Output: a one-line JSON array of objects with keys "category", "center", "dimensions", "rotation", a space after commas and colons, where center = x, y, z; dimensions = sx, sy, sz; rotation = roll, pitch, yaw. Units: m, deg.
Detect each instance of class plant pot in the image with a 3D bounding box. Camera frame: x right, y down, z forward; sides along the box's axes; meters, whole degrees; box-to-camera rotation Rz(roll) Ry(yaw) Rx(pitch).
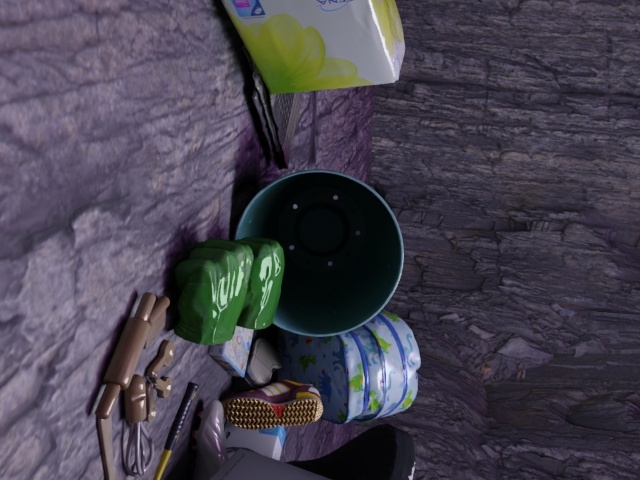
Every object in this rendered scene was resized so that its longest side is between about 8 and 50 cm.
[{"category": "plant pot", "center": [0.000, 0.000, 1.320], "dimensions": [0.235, 0.293, 0.292], "rotation": [-80, 173, -77]}]

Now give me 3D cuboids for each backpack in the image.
[{"category": "backpack", "center": [0.042, 0.255, 1.488], "dimensions": [0.273, 0.356, 0.290], "rotation": [1, 94, -54]}]

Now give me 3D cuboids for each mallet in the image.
[{"category": "mallet", "center": [-0.196, 0.272, 0.896], "dimensions": [0.062, 0.039, 0.189], "rotation": [117, -7, -84]}]

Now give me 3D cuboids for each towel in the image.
[{"category": "towel", "center": [-0.078, -0.342, 1.342], "dimensions": [0.312, 0.056, 0.324], "rotation": [81, 16, -63]}]

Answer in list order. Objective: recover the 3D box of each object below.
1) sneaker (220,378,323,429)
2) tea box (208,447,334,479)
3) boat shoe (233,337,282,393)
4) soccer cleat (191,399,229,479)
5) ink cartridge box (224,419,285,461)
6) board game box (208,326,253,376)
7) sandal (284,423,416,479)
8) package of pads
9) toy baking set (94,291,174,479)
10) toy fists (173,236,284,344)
[{"category": "sneaker", "center": [-0.092, 0.294, 1.291], "dimensions": [0.084, 0.186, 0.069], "rotation": [-119, -145, -67]}, {"category": "tea box", "center": [-0.106, 0.529, 0.959], "dimensions": [0.329, 0.220, 0.323], "rotation": [-35, 134, -60]}, {"category": "boat shoe", "center": [-0.128, 0.251, 1.399], "dimensions": [0.065, 0.075, 0.206], "rotation": [-42, -178, 10]}, {"category": "soccer cleat", "center": [-0.168, 0.355, 1.133], "dimensions": [0.068, 0.076, 0.196], "rotation": [51, 46, -76]}, {"category": "ink cartridge box", "center": [-0.134, 0.404, 1.266], "dimensions": [0.060, 0.104, 0.180], "rotation": [86, 14, -47]}, {"category": "board game box", "center": [-0.153, 0.172, 1.247], "dimensions": [0.154, 0.026, 0.103], "rotation": [73, 25, -64]}, {"category": "sandal", "center": [0.018, 0.439, 1.175], "dimensions": [0.446, 0.107, 0.167], "rotation": [-38, -152, 44]}, {"category": "package of pads", "center": [-0.012, -0.345, 1.023], "dimensions": [0.296, 0.229, 0.101], "rotation": [59, 37, -55]}, {"category": "toy baking set", "center": [-0.222, 0.194, 0.881], "dimensions": [0.196, 0.030, 0.256], "rotation": [84, 16, -49]}, {"category": "toy fists", "center": [-0.134, 0.063, 1.082], "dimensions": [0.279, 0.096, 0.142], "rotation": [-3, 109, -69]}]
